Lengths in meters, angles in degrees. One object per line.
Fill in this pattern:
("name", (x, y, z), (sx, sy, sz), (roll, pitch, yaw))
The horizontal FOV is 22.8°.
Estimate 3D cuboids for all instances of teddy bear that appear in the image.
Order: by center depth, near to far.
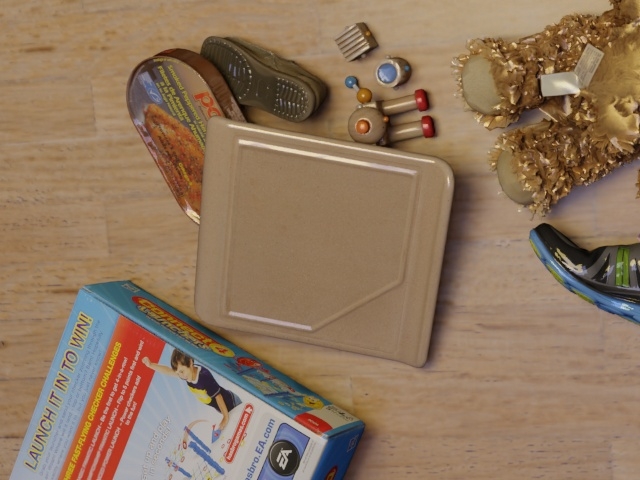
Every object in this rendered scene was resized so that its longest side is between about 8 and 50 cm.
("teddy bear", (0.275, -0.144, 1.376), (0.338, 0.113, 0.245), (-40, 76, 28))

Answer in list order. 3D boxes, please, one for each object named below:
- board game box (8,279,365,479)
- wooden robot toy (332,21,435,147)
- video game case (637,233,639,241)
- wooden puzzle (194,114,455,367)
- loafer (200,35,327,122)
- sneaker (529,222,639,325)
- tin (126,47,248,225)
("board game box", (-0.150, 0.243, 1.564), (0.302, 0.086, 0.308), (30, 107, 23))
("wooden robot toy", (0.056, -0.118, 1.462), (0.076, 0.079, 0.173), (-14, 93, 22))
("video game case", (0.403, -0.051, 1.295), (0.210, 0.042, 0.232), (21, 111, -31))
("wooden puzzle", (0.000, 0.000, 1.487), (0.239, 0.044, 0.221), (13, 120, 11))
("loafer", (-0.055, -0.153, 1.515), (0.148, 0.050, 0.056), (33, 117, 29))
("sneaker", (0.275, 0.029, 1.418), (0.188, 0.067, 0.078), (25, 88, 15))
("tin", (-0.113, -0.095, 1.525), (0.106, 0.040, 0.189), (-18, 105, 42))
